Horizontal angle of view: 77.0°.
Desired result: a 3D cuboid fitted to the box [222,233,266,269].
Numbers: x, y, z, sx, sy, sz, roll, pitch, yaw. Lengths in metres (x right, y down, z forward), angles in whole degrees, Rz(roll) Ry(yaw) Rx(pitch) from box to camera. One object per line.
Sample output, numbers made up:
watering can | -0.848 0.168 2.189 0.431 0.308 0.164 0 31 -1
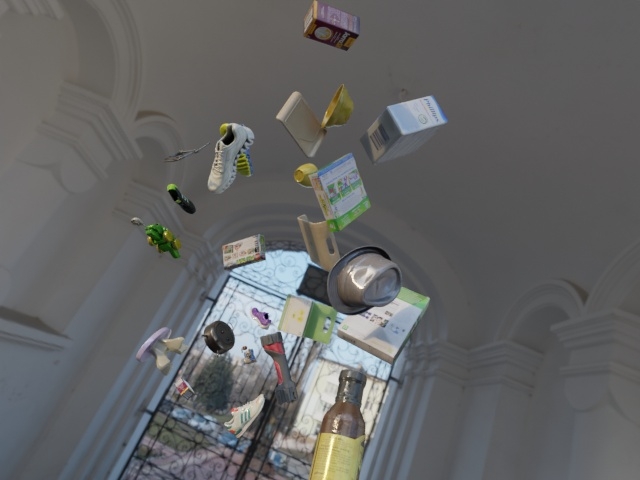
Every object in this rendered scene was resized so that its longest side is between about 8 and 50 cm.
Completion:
box | -0.338 0.054 1.770 0.207 0.114 0.036 -15 -19 25

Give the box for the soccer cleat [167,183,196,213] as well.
soccer cleat | -0.653 -0.184 1.883 0.060 0.072 0.178 -30 -58 8

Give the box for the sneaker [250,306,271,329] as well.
sneaker | -0.291 0.381 2.019 0.068 0.071 0.170 32 1 -43

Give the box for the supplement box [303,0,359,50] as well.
supplement box | 0.041 -0.800 1.509 0.188 0.080 0.104 7 -14 -23

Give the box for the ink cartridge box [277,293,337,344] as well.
ink cartridge box | -0.056 0.352 1.805 0.235 0.171 0.056 14 -11 16

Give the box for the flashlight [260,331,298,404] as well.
flashlight | -0.190 0.565 1.793 0.103 0.303 0.103 -6 -14 -29

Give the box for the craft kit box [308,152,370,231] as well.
craft kit box | 0.086 -0.197 1.626 0.061 0.250 0.246 -9 -70 44

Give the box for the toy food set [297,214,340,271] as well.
toy food set | 0.000 0.000 1.813 0.306 0.093 0.219 -156 -133 -69

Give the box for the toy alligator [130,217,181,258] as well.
toy alligator | -0.412 -0.018 1.029 0.056 0.051 0.189 -14 -36 11

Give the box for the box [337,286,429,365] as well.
box | 0.244 0.291 1.528 0.233 0.322 0.058 23 -42 26

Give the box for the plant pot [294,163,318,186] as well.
plant pot | -0.089 -0.354 2.202 0.134 0.134 0.095 7 12 35

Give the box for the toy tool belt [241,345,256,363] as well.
toy tool belt | -0.306 0.494 1.753 0.051 0.083 0.052 -24 -10 27

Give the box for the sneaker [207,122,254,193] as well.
sneaker | -0.375 -0.323 1.572 0.110 0.292 0.118 30 7 20

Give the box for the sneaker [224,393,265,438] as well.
sneaker | -0.250 0.565 1.323 0.075 0.161 0.057 38 -1 -5

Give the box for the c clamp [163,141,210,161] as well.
c clamp | -0.497 -0.316 1.474 0.161 0.137 0.022 4 -52 39

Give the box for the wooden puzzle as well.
wooden puzzle | -0.083 -0.515 1.805 0.044 0.220 0.238 -15 -51 41

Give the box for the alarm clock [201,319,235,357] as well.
alarm clock | -0.394 0.378 1.619 0.129 0.064 0.192 55 15 -4

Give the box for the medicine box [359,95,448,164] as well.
medicine box | 0.375 -0.499 1.838 0.149 0.290 0.263 63 -29 8

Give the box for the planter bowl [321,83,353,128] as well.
planter bowl | 0.091 -0.592 1.837 0.091 0.217 0.217 24 -22 -13

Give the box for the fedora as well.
fedora | 0.169 0.145 1.341 0.124 0.276 0.243 17 -62 53

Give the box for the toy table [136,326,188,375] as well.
toy table | -0.860 0.602 2.216 0.161 0.274 0.252 29 -64 5

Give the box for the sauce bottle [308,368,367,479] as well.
sauce bottle | 0.045 0.471 0.921 0.112 0.344 0.111 11 -34 8

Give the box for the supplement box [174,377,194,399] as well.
supplement box | -0.615 0.670 1.819 0.083 0.043 0.055 27 -27 46

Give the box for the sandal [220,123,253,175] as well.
sandal | -0.425 -0.501 2.198 0.126 0.138 0.317 13 -49 32
